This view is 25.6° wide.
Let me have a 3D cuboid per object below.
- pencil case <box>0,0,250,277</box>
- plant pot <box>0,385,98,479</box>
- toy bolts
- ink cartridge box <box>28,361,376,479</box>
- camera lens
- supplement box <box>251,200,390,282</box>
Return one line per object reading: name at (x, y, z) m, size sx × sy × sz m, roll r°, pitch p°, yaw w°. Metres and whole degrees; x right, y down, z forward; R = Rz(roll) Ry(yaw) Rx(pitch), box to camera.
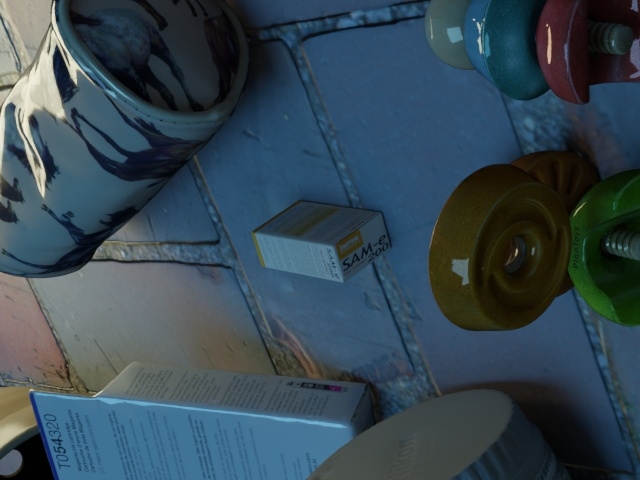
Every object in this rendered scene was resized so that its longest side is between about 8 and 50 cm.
pencil case at (-0.214, -0.100, 1.245) m, size 0.183 × 0.160 × 0.410 m, roll 61°, pitch 144°, yaw 7°
plant pot at (-0.314, 0.300, 1.598) m, size 0.280 × 0.323 × 0.323 m, roll 24°, pitch 137°, yaw 58°
toy bolts at (0.111, -0.061, 0.896) m, size 0.158 × 0.218 × 0.228 m, roll 17°, pitch 112°, yaw 48°
ink cartridge box at (-0.094, 0.266, 1.390) m, size 0.330 × 0.071 × 0.324 m, roll 5°, pitch 125°, yaw 20°
camera lens at (0.126, 0.285, 1.123) m, size 0.219 × 0.219 × 0.274 m, roll -13°, pitch 108°, yaw 52°
supplement box at (0.000, 0.000, 1.167) m, size 0.098 × 0.062 × 0.036 m, roll 10°, pitch 125°, yaw 45°
